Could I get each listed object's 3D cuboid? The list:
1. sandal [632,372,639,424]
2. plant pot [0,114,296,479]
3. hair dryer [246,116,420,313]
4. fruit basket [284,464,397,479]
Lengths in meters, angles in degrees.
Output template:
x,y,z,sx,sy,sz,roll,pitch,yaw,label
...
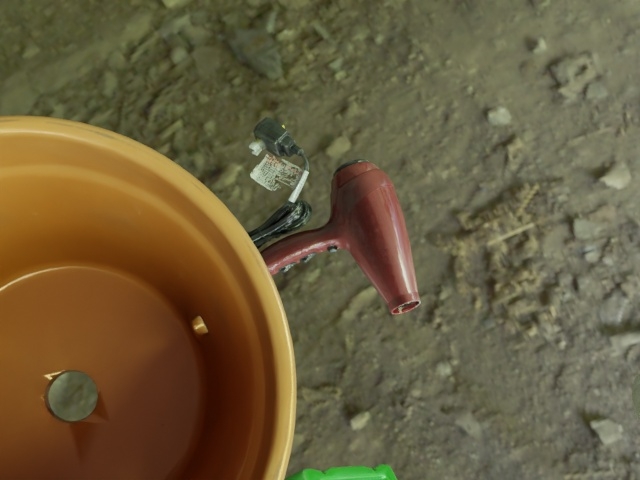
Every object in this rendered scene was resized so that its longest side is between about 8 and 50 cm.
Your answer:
x,y,z,sx,sy,sz,roll,pitch,yaw,label
0.357,0.196,0.699,0.169,0.102,0.416,-4,17,-8,sandal
-0.166,0.094,0.572,0.291,0.291,0.203,-42,-4,-11,plant pot
0.000,0.000,1.151,0.293,0.080,0.224,27,89,23,hair dryer
-0.019,0.521,1.263,0.392,0.283,0.392,-11,76,47,fruit basket
